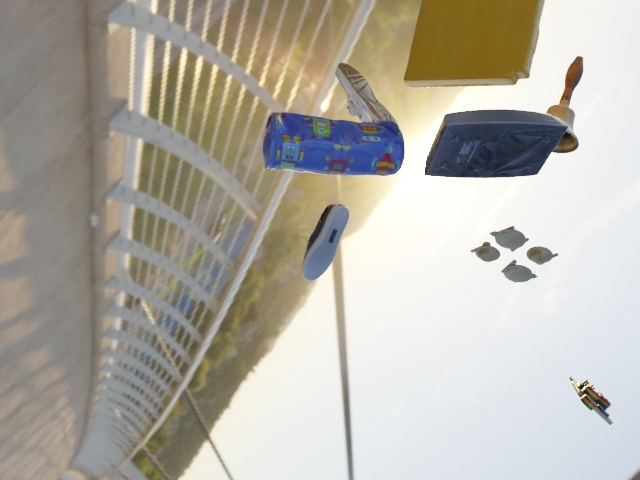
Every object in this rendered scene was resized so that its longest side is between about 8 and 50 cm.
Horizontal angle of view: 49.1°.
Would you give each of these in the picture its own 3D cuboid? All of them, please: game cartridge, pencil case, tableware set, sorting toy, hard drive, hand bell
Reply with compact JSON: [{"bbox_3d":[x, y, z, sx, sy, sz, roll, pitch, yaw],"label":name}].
[{"bbox_3d":[0.351,-0.494,1.562,0.053,0.285,0.323,27,74,-54],"label":"game cartridge"},{"bbox_3d":[0.028,-0.207,1.490,0.119,0.306,0.133,117,-28,-60],"label":"pencil case"},{"bbox_3d":[0.418,0.031,1.514,0.141,0.169,0.020,-42,-157,49],"label":"tableware set"},{"bbox_3d":[0.861,0.494,2.199,0.046,0.132,0.274,-47,176,11],"label":"sorting toy"},{"bbox_3d":[0.347,-0.195,1.417,0.172,0.255,0.054,105,-20,-55],"label":"hard drive"},{"bbox_3d":[0.601,-0.347,1.708,0.126,0.126,0.242,124,-10,-75],"label":"hand bell"}]

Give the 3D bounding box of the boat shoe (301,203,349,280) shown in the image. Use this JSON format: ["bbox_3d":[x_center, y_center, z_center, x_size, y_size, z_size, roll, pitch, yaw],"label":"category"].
[{"bbox_3d":[0.000,0.000,1.935,0.076,0.080,0.228,20,-94,55],"label":"boat shoe"}]

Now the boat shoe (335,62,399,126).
[{"bbox_3d":[0.121,-0.414,2.141,0.096,0.277,0.098,-38,175,40],"label":"boat shoe"}]
